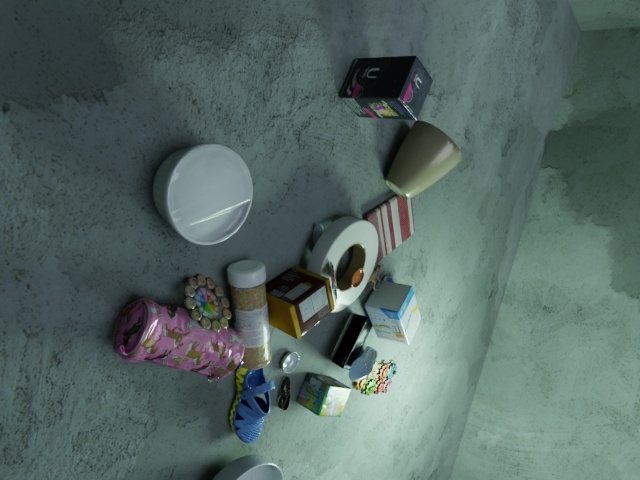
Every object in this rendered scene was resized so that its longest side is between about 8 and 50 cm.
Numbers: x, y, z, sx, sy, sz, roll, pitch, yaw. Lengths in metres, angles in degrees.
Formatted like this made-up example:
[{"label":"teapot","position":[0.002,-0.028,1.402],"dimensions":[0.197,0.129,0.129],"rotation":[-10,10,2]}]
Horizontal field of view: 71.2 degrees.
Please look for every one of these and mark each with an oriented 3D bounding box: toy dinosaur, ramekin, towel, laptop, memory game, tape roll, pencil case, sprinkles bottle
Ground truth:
[{"label":"toy dinosaur","position":[0.227,0.175,1.999],"dimensions":[0.183,0.053,0.093],"rotation":[-36,113,-43]},{"label":"ramekin","position":[-0.328,-0.132,1.225],"dimensions":[0.272,0.127,0.273],"rotation":[-18,115,-43]},{"label":"towel","position":[0.315,-0.072,2.011],"dimensions":[0.329,0.037,0.237],"rotation":[-33,123,-38]},{"label":"laptop","position":[0.164,0.456,1.950],"dimensions":[0.264,0.136,0.235],"rotation":[40,74,-46]},{"label":"memory game","position":[-0.331,0.184,1.324],"dimensions":[0.186,0.012,0.186],"rotation":[46,25,-29]},{"label":"tape roll","position":[0.091,0.094,1.758],"dimensions":[0.392,0.071,0.393],"rotation":[-31,133,-41]},{"label":"pencil case","position":[-0.395,0.290,1.280],"dimensions":[0.160,0.167,0.386],"rotation":[-40,138,13]},{"label":"sprinkles bottle","position":[-0.229,0.245,1.464],"dimensions":[0.121,0.121,0.356],"rotation":[-21,118,-41]}]

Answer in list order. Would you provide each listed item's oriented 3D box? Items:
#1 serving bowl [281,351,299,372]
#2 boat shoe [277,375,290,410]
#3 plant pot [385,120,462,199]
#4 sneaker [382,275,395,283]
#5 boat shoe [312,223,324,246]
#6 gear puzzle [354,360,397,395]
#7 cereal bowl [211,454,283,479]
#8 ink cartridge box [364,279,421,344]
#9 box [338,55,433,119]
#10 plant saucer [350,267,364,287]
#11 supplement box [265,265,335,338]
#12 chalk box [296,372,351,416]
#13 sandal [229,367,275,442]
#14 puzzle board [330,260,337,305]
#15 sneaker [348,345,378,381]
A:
[{"label":"serving bowl","position":[-0.121,0.468,1.728],"dimensions":[0.083,0.027,0.084],"rotation":[-18,115,-43]},{"label":"boat shoe","position":[-0.136,0.597,1.748],"dimensions":[0.048,0.042,0.133],"rotation":[4,99,-46]},{"label":"plant pot","position":[0.412,-0.317,1.900],"dimensions":[0.274,0.256,0.256],"rotation":[-50,136,0]},{"label":"sneaker","position":[0.355,0.225,2.114],"dimensions":[0.058,0.084,0.152],"rotation":[-54,135,-19]},{"label":"boat shoe","position":[0.000,0.000,1.688],"dimensions":[0.040,0.049,0.142],"rotation":[-29,129,-47]},{"label":"gear puzzle","position":[0.283,0.690,2.227],"dimensions":[0.338,0.044,0.176],"rotation":[16,91,-48]},{"label":"cereal bowl","position":[-0.302,0.926,1.606],"dimensions":[0.338,0.141,0.340],"rotation":[-19,117,-43]},{"label":"ink cartridge box","position":[0.337,0.331,2.049],"dimensions":[0.168,0.171,0.233],"rotation":[-54,135,-35]},{"label":"box","position":[0.227,-0.536,1.576],"dimensions":[0.143,0.270,0.166],"rotation":[29,81,-48]},{"label":"plant saucer","position":[0.146,0.148,1.788],"dimensions":[0.083,0.013,0.084],"rotation":[-31,132,-41]},{"label":"supplement box","position":[-0.087,0.207,1.552],"dimensions":[0.194,0.191,0.129],"rotation":[-32,123,-36]},{"label":"chalk box","position":[0.001,0.636,1.840],"dimensions":[0.213,0.132,0.132],"rotation":[27,83,-47]},{"label":"sandal","position":[-0.233,0.579,1.567],"dimensions":[0.126,0.138,0.318],"rotation":[-14,115,-46]},{"label":"puzzle board","position":[0.049,0.152,1.589],"dimensions":[0.128,0.011,0.097],"rotation":[-92,172,-46]},{"label":"sneaker","position":[0.188,0.577,2.025],"dimensions":[0.235,0.090,0.095],"rotation":[-29,153,-56]}]
